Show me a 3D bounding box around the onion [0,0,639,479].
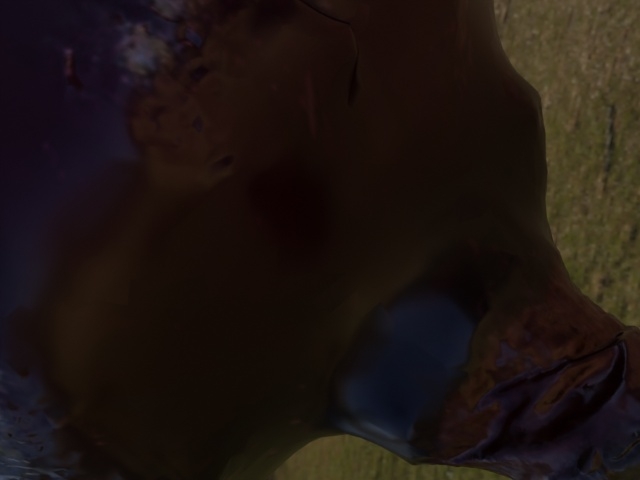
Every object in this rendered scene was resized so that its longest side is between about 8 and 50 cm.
[{"bbox_3d":[0.000,0.000,0.494,0.398,0.420,0.398,-58,-15,-25],"label":"onion"}]
